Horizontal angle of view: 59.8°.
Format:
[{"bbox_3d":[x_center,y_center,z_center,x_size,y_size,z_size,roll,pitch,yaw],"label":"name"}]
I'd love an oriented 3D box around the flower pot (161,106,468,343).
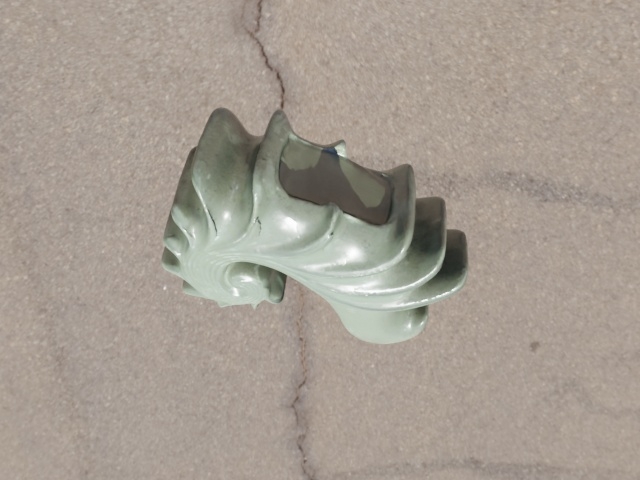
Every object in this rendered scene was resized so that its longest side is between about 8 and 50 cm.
[{"bbox_3d":[0.000,0.000,0.690,0.367,0.165,0.254,18,139,-12],"label":"flower pot"}]
